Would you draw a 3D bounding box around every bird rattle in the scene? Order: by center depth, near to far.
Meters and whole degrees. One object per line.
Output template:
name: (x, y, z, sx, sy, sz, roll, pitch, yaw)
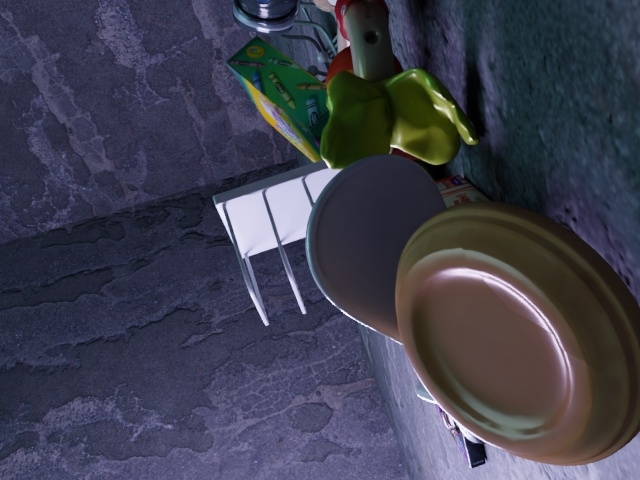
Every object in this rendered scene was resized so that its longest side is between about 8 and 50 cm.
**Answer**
bird rattle: (0.036, -0.170, 0.602, 0.207, 0.143, 0.254, 105, 149, -76)

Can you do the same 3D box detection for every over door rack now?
over door rack: (-0.047, -0.427, 1.033, 0.239, 0.108, 0.324, -148, 42, -79)

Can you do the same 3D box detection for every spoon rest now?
spoon rest: (0.081, 0.049, 0.557, 0.084, 0.137, 0.276, 26, 151, 55)

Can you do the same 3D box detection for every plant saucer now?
plant saucer: (0.123, 0.072, 0.436, 0.200, 0.037, 0.200, 31, 134, 39)

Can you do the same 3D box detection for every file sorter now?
file sorter: (0.000, 0.000, 1.006, 0.193, 0.277, 0.173, 79, 172, -62)

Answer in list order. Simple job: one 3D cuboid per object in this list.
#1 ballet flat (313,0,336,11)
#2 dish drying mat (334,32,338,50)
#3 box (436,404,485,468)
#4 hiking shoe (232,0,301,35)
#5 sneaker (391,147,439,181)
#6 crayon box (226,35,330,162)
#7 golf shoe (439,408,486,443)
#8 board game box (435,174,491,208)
ballet flat: (0.022, -0.337, 0.766, 0.067, 0.073, 0.206, 57, 175, 19)
dish drying mat: (0.034, -0.332, 1.124, 0.083, 0.008, 0.032, 81, 170, -62)
box: (0.206, 0.256, 0.974, 0.162, 0.029, 0.116, -111, 4, -70)
hiking shoe: (-0.042, -0.416, 0.803, 0.132, 0.113, 0.304, 115, 160, -67)
sneaker: (0.106, 0.008, 0.766, 0.276, 0.097, 0.135, 80, 175, -53)
crayon box: (-0.037, -0.231, 1.108, 0.278, 0.081, 0.165, 45, 176, 38)
golf shoe: (0.175, 0.151, 0.739, 0.086, 0.067, 0.186, 2, 112, 62)
board game box: (0.156, 0.051, 0.605, 0.147, 0.045, 0.193, -113, 7, -65)
